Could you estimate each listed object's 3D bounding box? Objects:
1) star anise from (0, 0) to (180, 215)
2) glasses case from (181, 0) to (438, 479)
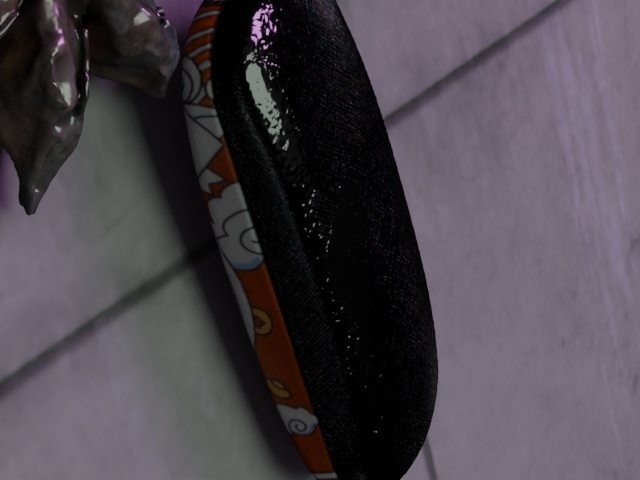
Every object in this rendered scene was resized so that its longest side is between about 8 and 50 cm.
[{"bbox_3d":[-0.105,-0.108,0.679,0.208,0.063,0.172,-47,128,-41],"label":"star anise"},{"bbox_3d":[0.000,0.000,0.809,0.103,0.067,0.266,-56,136,-50],"label":"glasses case"}]
